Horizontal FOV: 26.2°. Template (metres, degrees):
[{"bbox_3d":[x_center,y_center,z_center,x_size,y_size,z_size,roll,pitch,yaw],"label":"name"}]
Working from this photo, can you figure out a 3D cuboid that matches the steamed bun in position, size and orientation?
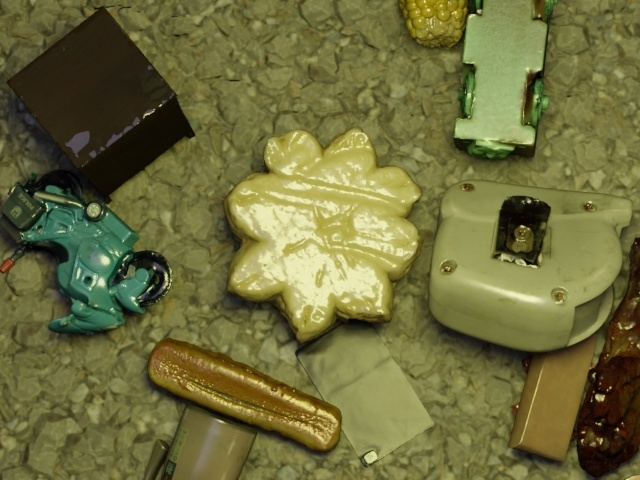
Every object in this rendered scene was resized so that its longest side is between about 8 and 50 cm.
[{"bbox_3d":[0.000,0.000,1.901,0.292,0.137,0.295,-40,86,-9],"label":"steamed bun"}]

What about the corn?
[{"bbox_3d":[0.156,-0.452,1.992,0.130,0.130,0.346,-2,80,3],"label":"corn"}]

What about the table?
[{"bbox_3d":[-0.302,-0.185,1.928,0.169,0.193,0.172,-39,78,-5],"label":"table"}]

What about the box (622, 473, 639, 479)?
[{"bbox_3d":[0.441,0.376,1.788,0.151,0.135,0.151,-1,79,3],"label":"box"}]

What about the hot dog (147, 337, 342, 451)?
[{"bbox_3d":[-0.103,0.214,1.895,0.286,0.061,0.087,26,84,7],"label":"hot dog"}]

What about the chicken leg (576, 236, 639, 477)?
[{"bbox_3d":[0.403,0.155,1.828,0.083,0.177,0.322,16,77,34],"label":"chicken leg"}]

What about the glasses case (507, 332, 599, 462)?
[{"bbox_3d":[0.318,0.204,1.876,0.103,0.070,0.193,22,76,-20],"label":"glasses case"}]

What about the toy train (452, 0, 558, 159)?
[{"bbox_3d":[0.262,-0.268,1.931,0.129,0.159,0.326,6,82,8],"label":"toy train"}]

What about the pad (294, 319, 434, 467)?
[{"bbox_3d":[0.060,0.205,1.917,0.116,0.004,0.193,-31,77,-4],"label":"pad"}]

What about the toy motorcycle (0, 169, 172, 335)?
[{"bbox_3d":[-0.344,0.028,1.923,0.272,0.123,0.182,42,90,17],"label":"toy motorcycle"}]

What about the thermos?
[{"bbox_3d":[-0.180,0.324,1.866,0.137,0.105,0.193,19,86,34],"label":"thermos"}]

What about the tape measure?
[{"bbox_3d":[0.279,0.024,1.839,0.258,0.130,0.265,9,42,6],"label":"tape measure"}]
